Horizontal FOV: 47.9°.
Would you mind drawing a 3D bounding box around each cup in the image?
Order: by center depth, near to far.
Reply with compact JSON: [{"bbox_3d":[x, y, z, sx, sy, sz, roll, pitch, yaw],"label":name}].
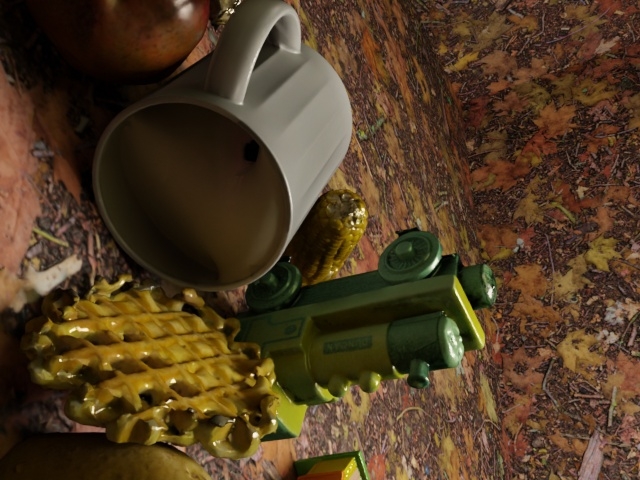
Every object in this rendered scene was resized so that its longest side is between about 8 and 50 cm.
[{"bbox_3d":[-0.091,-0.150,0.889,0.327,0.237,0.322,-61,172,-58],"label":"cup"}]

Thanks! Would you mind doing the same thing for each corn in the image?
[{"bbox_3d":[-0.002,0.004,1.075,0.313,0.102,0.101,117,-35,-70],"label":"corn"}]

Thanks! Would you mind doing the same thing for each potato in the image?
[{"bbox_3d":[-0.165,0.247,0.631,0.203,0.158,0.178,66,22,-8],"label":"potato"}]

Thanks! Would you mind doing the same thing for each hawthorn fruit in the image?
[{"bbox_3d":[-0.218,-0.277,0.824,0.248,0.208,0.208,81,-6,-87],"label":"hawthorn fruit"}]

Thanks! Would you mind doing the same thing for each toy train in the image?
[{"bbox_3d":[0.036,0.119,0.899,0.150,0.369,0.237,59,30,-31],"label":"toy train"}]

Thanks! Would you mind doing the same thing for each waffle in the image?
[{"bbox_3d":[-0.156,0.113,0.716,0.262,0.060,0.280,25,16,-23],"label":"waffle"}]

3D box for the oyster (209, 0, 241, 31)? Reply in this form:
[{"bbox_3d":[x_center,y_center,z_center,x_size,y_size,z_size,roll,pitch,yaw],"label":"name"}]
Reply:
[{"bbox_3d":[-0.184,-0.369,0.928,0.260,0.198,0.092,43,60,10],"label":"oyster"}]

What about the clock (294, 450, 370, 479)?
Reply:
[{"bbox_3d":[-0.001,0.434,0.936,0.255,0.106,0.219,-25,98,-67],"label":"clock"}]
